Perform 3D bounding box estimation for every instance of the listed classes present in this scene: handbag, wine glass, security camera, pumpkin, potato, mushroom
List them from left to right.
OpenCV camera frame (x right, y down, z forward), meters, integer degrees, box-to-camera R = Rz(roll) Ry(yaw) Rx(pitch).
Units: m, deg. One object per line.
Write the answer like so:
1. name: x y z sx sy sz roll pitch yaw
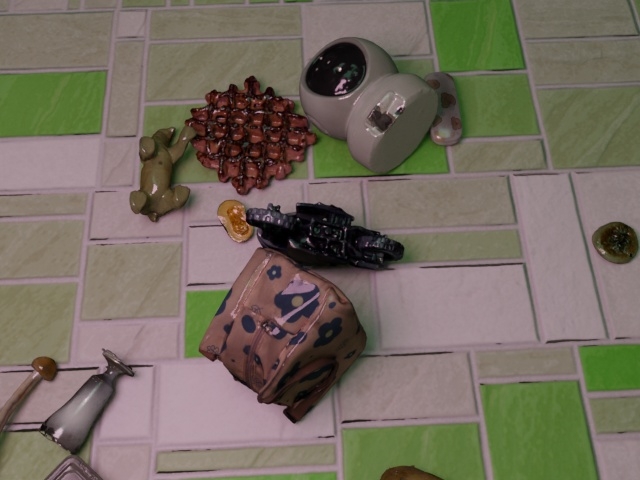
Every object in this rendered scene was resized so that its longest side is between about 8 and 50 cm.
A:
1. mushroom: -0.481 0.320 1.083 0.068 0.043 0.306 19 63 -12
2. wine glass: -0.363 0.251 1.112 0.072 0.072 0.155 30 67 13
3. pumpkin: -0.152 -0.032 1.271 0.050 0.028 0.083 -22 75 -9
4. handbag: -0.056 0.148 1.071 0.190 0.251 0.193 29 77 20
5. security camera: 0.073 -0.260 1.301 0.194 0.194 0.236 -39 66 -17
6. potato: 0.148 0.386 1.045 0.138 0.070 0.091 23 67 10

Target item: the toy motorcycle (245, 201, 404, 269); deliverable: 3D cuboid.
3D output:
1. toy motorcycle: 0.000 0.000 1.207 0.271 0.159 0.106 15 74 -11

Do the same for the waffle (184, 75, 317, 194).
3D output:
1. waffle: -0.137 -0.204 1.343 0.221 0.055 0.234 -41 75 -18

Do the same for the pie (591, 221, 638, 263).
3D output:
1. pie: 0.526 0.003 1.262 0.084 0.021 0.084 0 64 0

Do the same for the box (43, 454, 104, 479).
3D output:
1. box: -0.374 0.390 1.046 0.089 0.062 0.122 37 68 16

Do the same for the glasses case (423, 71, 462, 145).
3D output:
1. glasses case: 0.235 -0.256 1.375 0.063 0.041 0.164 -2 64 -2

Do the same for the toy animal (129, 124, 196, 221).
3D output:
1. toy animal: -0.292 -0.130 1.286 0.103 0.101 0.218 10 68 -23
